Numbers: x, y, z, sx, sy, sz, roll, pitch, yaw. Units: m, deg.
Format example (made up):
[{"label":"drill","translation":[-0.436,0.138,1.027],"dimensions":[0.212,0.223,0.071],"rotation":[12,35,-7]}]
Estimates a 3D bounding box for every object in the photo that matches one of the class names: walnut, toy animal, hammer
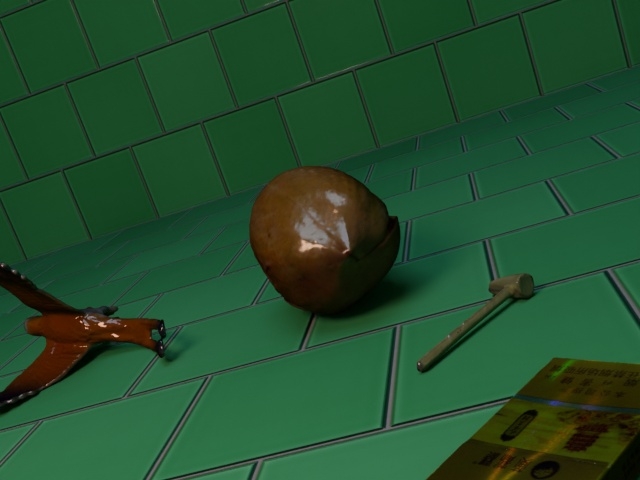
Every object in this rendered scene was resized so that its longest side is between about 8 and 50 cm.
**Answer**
[{"label":"walnut","translation":[0.000,0.000,1.086],"dimensions":[0.203,0.203,0.298],"rotation":[-20,11,-5]},{"label":"toy animal","translation":[-0.356,0.127,1.249],"dimensions":[0.284,0.225,0.302],"rotation":[0,2,0]},{"label":"hammer","translation":[0.159,0.088,0.871],"dimensions":[0.195,0.028,0.060],"rotation":[-31,12,-36]}]

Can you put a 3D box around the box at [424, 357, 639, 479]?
[{"label":"box","translation":[0.178,0.147,0.585],"dimensions":[0.193,0.030,0.121],"rotation":[-29,16,-38]}]
